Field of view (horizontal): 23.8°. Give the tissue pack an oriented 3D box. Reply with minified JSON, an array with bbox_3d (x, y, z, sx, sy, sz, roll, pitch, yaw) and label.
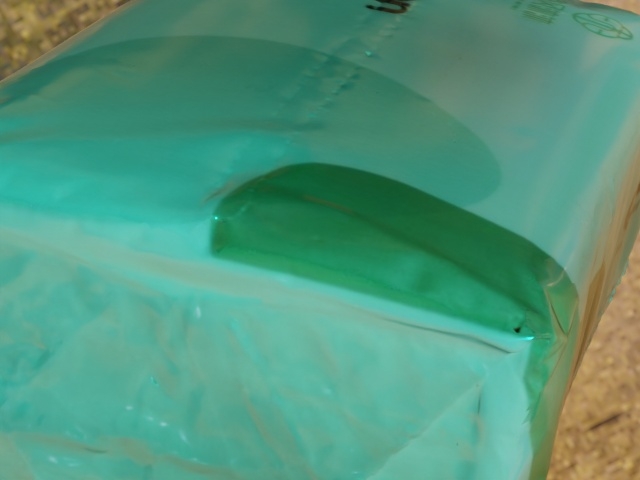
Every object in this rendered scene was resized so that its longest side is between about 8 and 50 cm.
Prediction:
[{"bbox_3d":[0.000,-0.002,0.686,0.266,0.194,0.356,14,29,14],"label":"tissue pack"}]
